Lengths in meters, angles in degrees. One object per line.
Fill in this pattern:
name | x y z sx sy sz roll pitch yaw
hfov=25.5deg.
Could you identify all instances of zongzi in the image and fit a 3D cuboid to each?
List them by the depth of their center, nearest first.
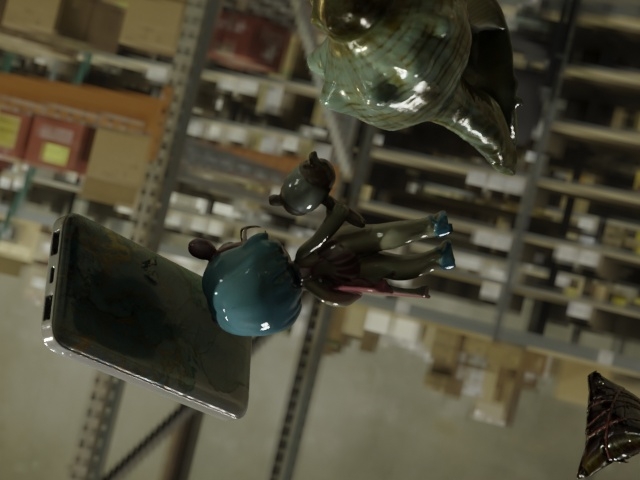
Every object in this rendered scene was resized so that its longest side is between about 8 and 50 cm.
zongzi | 0.227 0.157 1.118 0.067 0.073 0.083 41 -163 -15

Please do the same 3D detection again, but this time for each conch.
conch | 0.083 -0.185 1.319 0.170 0.203 0.386 22 170 27

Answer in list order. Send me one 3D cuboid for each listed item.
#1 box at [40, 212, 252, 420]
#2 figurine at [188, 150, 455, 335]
box | -0.169 0.083 1.445 0.044 0.142 0.285 -15 150 34
figurine | 0.002 0.013 1.387 0.260 0.103 0.205 -10 134 4
